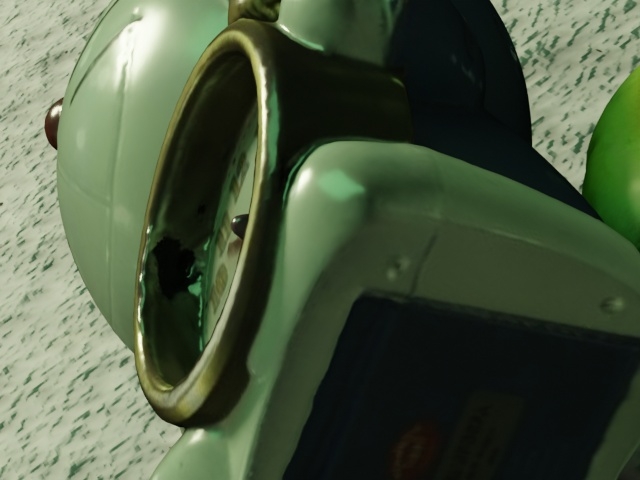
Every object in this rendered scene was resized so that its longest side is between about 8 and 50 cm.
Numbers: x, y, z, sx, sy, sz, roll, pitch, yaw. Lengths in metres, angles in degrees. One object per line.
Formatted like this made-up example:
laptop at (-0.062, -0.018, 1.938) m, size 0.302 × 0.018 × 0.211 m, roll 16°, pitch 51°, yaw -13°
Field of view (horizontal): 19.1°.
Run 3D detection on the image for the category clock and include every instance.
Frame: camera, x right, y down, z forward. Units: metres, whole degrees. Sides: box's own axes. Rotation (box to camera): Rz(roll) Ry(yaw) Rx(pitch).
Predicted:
clock at (0.000, 0.000, 0.541) m, size 0.147 × 0.199 × 0.243 m, roll 8°, pitch 25°, yaw -15°

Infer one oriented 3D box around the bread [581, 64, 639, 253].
bread at (0.139, -0.019, 0.526) m, size 0.139 × 0.071 × 0.130 m, roll -17°, pitch 28°, yaw 31°
